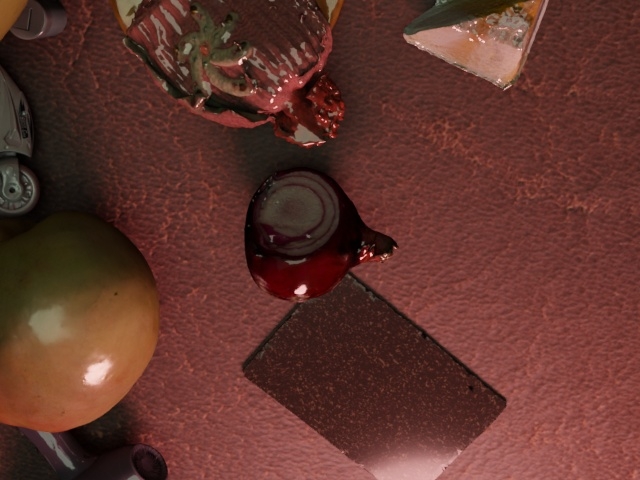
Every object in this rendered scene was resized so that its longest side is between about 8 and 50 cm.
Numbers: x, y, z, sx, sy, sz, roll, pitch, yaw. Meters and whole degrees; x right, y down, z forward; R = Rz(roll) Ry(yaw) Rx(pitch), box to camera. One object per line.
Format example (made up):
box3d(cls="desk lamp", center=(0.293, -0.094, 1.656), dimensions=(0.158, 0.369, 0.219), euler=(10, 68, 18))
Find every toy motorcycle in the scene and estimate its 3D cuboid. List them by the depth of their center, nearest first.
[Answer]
box3d(cls="toy motorcycle", center=(-0.429, -0.155, 1.129), dimensions=(0.112, 0.112, 0.254), euler=(-22, 102, 8))

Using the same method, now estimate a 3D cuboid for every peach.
box3d(cls="peach", center=(-0.350, 0.105, 1.110), dimensions=(0.292, 0.247, 0.292), euler=(0, 95, -2))

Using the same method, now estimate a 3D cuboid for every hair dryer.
box3d(cls="hair dryer", center=(-0.423, 0.309, 1.263), dimensions=(0.301, 0.121, 0.361), euler=(-39, 92, 20))

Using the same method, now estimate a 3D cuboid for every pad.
box3d(cls="pad", center=(0.078, 0.213, 1.252), dimensions=(0.330, 0.004, 0.220), euler=(40, 103, -9))

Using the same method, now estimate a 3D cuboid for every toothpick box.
box3d(cls="toothpick box", center=(-0.355, -0.279, 1.089), dimensions=(0.052, 0.083, 0.052), euler=(1, 105, 2))

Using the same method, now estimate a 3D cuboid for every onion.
box3d(cls="onion", center=(-0.001, 0.005, 1.126), dimensions=(0.198, 0.135, 0.173), euler=(16, 70, 3))

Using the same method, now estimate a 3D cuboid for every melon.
box3d(cls="melon", center=(0.211, -0.251, 1.078), dimensions=(0.202, 0.093, 0.140), euler=(-17, 112, 11))

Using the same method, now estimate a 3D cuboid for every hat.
box3d(cls="hat", center=(-0.082, -0.226, 1.041), dimensions=(0.236, 0.107, 0.286), euler=(-40, 96, 22))

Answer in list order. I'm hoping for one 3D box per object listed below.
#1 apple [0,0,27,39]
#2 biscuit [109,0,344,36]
box3d(cls="apple", center=(-0.511, -0.347, 0.877), dimensions=(0.473, 0.473, 0.474), euler=(0, 105, 2))
box3d(cls="biscuit", center=(-0.125, -0.295, 1.100), dimensions=(0.308, 0.040, 0.205), euler=(9, 105, 0))
